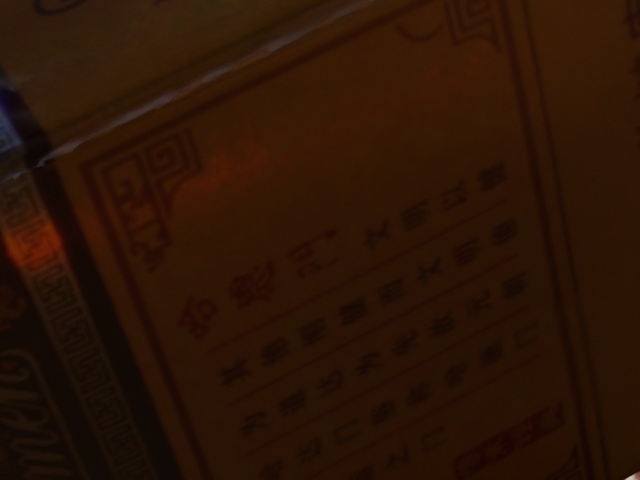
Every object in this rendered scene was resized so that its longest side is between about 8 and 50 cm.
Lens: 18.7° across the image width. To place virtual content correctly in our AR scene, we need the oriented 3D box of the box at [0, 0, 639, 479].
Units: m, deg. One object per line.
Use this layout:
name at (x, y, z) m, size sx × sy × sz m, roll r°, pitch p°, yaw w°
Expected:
box at (0.000, 0.001, 0.639) m, size 0.116 × 0.415 × 0.264 m, roll 53°, pitch 166°, yaw 44°
